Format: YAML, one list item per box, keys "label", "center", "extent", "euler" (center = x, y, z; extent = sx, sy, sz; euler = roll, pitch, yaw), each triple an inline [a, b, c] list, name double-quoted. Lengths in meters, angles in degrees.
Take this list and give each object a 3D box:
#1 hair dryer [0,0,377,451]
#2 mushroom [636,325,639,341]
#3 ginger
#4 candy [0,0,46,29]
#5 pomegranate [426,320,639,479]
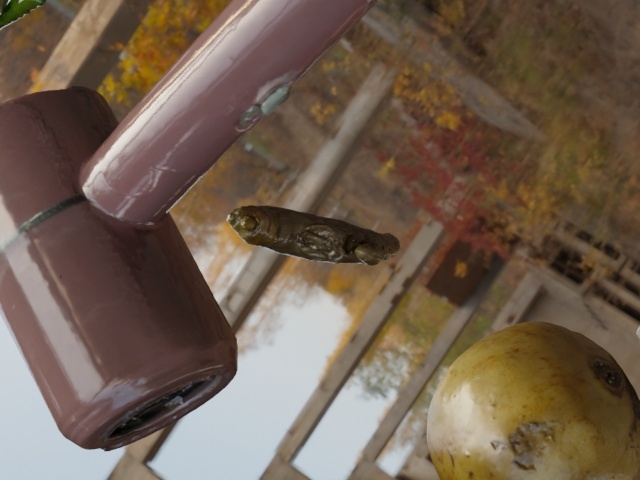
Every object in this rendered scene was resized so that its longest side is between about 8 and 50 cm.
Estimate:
- label: "hair dryer"
  center: [-0.076, -0.043, 0.549]
  extent: [0.125, 0.352, 0.210]
  euler: [-10, -116, -53]
- label: "mushroom"
  center: [0.565, 0.221, 1.310]
  extent: [0.350, 0.128, 0.128]
  euler: [47, 180, -5]
- label: "ginger"
  center: [-0.002, -0.001, 1.514]
  extent: [0.333, 0.080, 0.166]
  euler: [15, -170, -22]
- label: "candy"
  center: [-0.298, -0.338, 1.028]
  extent: [0.069, 0.246, 0.149]
  euler: [18, 164, -36]
- label: "pomegranate"
  center: [0.252, 0.222, 1.101]
  extent: [0.260, 0.260, 0.260]
  euler: [33, -179, -1]
